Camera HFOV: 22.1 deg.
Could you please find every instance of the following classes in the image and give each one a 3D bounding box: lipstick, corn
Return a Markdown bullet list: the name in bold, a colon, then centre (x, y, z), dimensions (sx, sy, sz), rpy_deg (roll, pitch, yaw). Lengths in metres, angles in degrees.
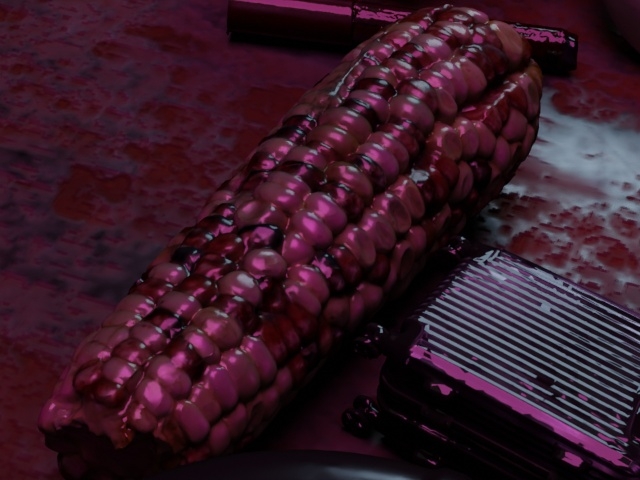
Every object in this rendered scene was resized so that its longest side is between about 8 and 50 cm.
- **lipstick**: centre (0.041, -0.107, 0.820), dimensions (0.176, 0.027, 0.027), rpy_deg (7, 42, 4)
- **corn**: centre (0.000, 0.000, 0.655), dimensions (0.092, 0.092, 0.280), rpy_deg (23, 49, 22)

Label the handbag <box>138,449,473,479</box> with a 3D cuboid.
- **handbag**: centre (0.028, 0.171, 0.459), dimensions (0.308, 0.093, 0.254), rpy_deg (19, 45, 18)

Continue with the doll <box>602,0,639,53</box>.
- **doll**: centre (0.087, -0.201, 0.862), dimensions (0.242, 0.159, 0.311), rpy_deg (-9, 65, -31)

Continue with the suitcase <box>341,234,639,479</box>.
- **suitcase**: centre (0.081, 0.057, 0.617), dimensions (0.126, 0.059, 0.086), rpy_deg (27, 48, 22)
